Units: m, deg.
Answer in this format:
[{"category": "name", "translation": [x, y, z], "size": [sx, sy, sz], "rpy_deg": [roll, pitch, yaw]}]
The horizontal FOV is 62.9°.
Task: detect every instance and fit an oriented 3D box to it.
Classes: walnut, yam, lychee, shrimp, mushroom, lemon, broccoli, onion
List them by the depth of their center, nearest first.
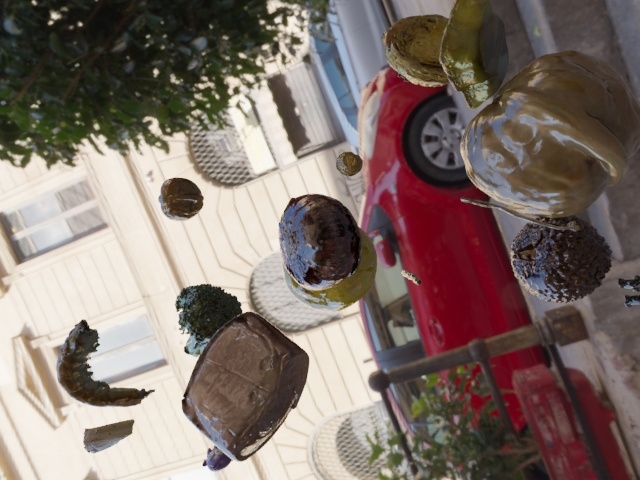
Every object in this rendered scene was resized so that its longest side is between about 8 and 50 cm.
[{"category": "walnut", "translation": [0.419, -0.184, 0.941], "size": [0.285, 0.296, 0.285], "rpy_deg": [37, -179, -1]}, {"category": "mushroom", "translation": [0.484, -0.064, 1.276], "size": [0.028, 0.286, 0.026], "rpy_deg": [-54, -25, -62]}, {"category": "onion", "translation": [0.000, 0.000, 1.285], "size": [0.246, 0.190, 0.246], "rpy_deg": [36, 134, 47]}, {"category": "shrimp", "translation": [-0.620, 0.373, 1.439], "size": [0.287, 0.185, 0.068], "rpy_deg": [52, -174, -10]}, {"category": "lychee", "translation": [0.669, 0.048, 1.441], "size": [0.267, 0.267, 0.267], "rpy_deg": [-21, -90, -77]}, {"category": "yam", "translation": [0.301, 0.120, 1.719], "size": [0.029, 0.027, 0.234], "rpy_deg": [53, 180, -5]}, {"category": "broccoli", "translation": [-0.350, 0.283, 1.740], "size": [0.260, 0.235, 0.288], "rpy_deg": [104, 148, -56]}, {"category": "lemon", "translation": [0.034, 0.080, 1.812], "size": [0.348, 0.348, 0.348], "rpy_deg": [-21, -90, -77]}, {"category": "walnut", "translation": [-0.486, -0.143, 1.828], "size": [0.166, 0.149, 0.166], "rpy_deg": [5, -96, -58]}]

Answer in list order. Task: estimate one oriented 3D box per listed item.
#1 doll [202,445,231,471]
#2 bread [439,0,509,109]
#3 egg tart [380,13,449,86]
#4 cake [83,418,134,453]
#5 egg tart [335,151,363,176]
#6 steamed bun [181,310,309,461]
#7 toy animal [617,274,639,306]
[{"category": "doll", "translation": [-0.269, 0.584, 1.450], "size": [0.067, 0.110, 0.206], "rpy_deg": [64, -178, -2]}, {"category": "bread", "translation": [0.312, -0.373, 1.036], "size": [0.233, 0.088, 0.160], "rpy_deg": [21, -101, -50]}, {"category": "egg tart", "translation": [0.301, -0.523, 1.479], "size": [0.107, 0.291, 0.290], "rpy_deg": [89, 171, -56]}, {"category": "cake", "translation": [-0.530, 0.485, 1.313], "size": [0.052, 0.121, 0.065], "rpy_deg": [-117, 4, -50]}, {"category": "egg tart", "translation": [0.133, -0.358, 2.411], "size": [0.049, 0.129, 0.128], "rpy_deg": [80, 174, -72]}, {"category": "steamed bun", "translation": [-0.166, 0.349, 1.264], "size": [0.251, 0.301, 0.199], "rpy_deg": [27, 169, 33]}, {"category": "toy animal", "translation": [0.908, 0.135, 1.398], "size": [0.146, 0.245, 0.114], "rpy_deg": [180, 95, -68]}]
